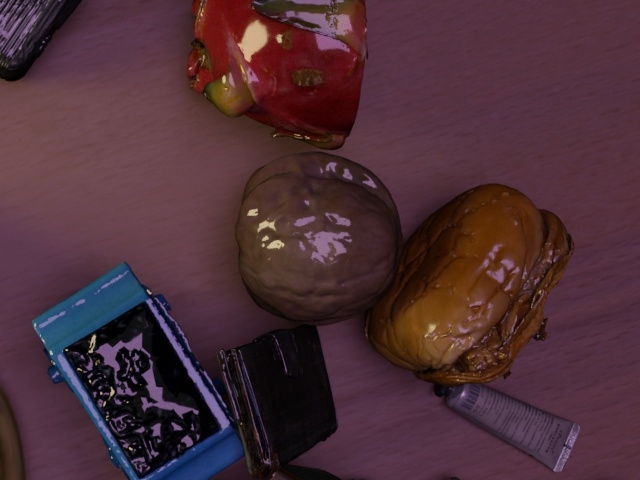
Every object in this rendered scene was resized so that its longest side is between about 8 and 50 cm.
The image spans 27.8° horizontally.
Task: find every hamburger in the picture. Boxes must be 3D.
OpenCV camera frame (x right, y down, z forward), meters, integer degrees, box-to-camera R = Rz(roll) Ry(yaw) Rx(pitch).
[{"bbox_3d":[0.204,0.058,1.770,0.158,0.318,0.318,38,79,-20],"label":"hamburger"}]

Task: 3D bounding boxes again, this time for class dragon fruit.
[{"bbox_3d":[-0.065,-0.274,1.734,0.226,0.305,0.305,1,86,-6],"label":"dragon fruit"}]

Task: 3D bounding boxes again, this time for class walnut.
[{"bbox_3d":[0.000,-0.002,1.743,0.248,0.248,0.248,1,86,-13],"label":"walnut"}]

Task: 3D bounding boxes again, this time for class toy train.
[{"bbox_3d":[-0.229,0.191,1.669,0.188,0.265,0.300,-33,93,-10],"label":"toy train"}]

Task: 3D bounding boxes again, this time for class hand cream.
[{"bbox_3d":[0.274,0.258,1.898,0.234,0.050,0.080,28,80,-15],"label":"hand cream"}]

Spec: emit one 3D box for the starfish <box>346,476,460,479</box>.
[{"bbox_3d":[0.112,0.476,1.814,0.312,0.113,0.303,8,82,-3],"label":"starfish"}]

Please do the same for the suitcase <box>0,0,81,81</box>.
[{"bbox_3d":[-0.404,-0.380,1.734,0.202,0.128,0.312,33,80,-9],"label":"suitcase"}]

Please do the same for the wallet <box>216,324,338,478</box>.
[{"bbox_3d":[-0.045,0.201,1.699,0.044,0.317,0.169,-14,88,17],"label":"wallet"}]

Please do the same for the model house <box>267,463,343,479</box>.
[{"bbox_3d":[-0.041,0.385,1.695,0.206,0.178,0.271,-45,110,-14],"label":"model house"}]

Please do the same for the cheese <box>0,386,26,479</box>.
[{"bbox_3d":[-0.502,0.339,1.667,0.260,0.128,0.315,-14,93,-16],"label":"cheese"}]
